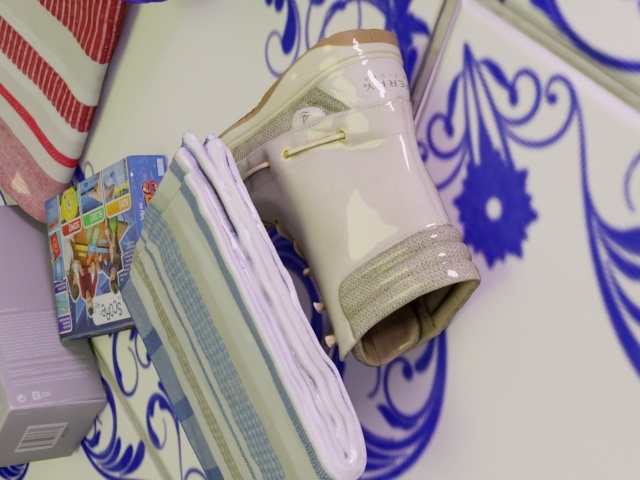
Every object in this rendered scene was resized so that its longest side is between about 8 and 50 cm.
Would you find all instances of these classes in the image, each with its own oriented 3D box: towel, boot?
[{"bbox_3d":[-0.288,-0.198,0.971,0.237,0.037,0.329,43,133,15],"label":"towel"},{"bbox_3d":[-0.063,0.072,0.676,0.209,0.034,0.285,64,157,9],"label":"towel"},{"bbox_3d":[0.000,0.000,0.619,0.213,0.077,0.165,-41,63,49],"label":"boot"}]

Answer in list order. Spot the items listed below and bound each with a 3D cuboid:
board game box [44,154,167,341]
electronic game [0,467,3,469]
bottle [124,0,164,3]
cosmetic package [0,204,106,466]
[{"bbox_3d":[-0.186,0.013,0.919,0.201,0.035,0.136,-15,81,55],"label":"board game box"},{"bbox_3d":[-0.390,0.152,1.219,0.229,0.048,0.229,8,99,55],"label":"electronic game"},{"bbox_3d":[-0.199,-0.293,0.792,0.283,0.092,0.118,41,125,23],"label":"bottle"},{"bbox_3d":[-0.306,0.091,1.047,0.127,0.107,0.238,-53,49,44],"label":"cosmetic package"}]
